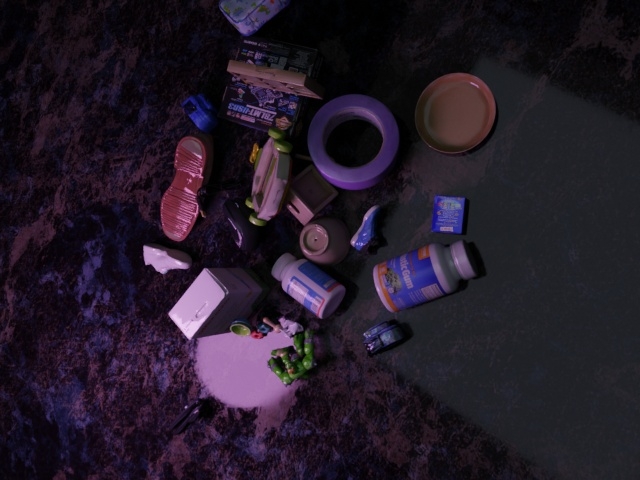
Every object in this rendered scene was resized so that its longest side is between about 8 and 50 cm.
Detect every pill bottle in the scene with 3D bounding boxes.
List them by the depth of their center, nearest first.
[{"bbox_3d":[0.302,0.094,1.795,0.271,0.152,0.153,-23,79,21],"label":"pill bottle"},{"bbox_3d":[-0.042,0.134,1.957,0.221,0.124,0.124,36,101,21],"label":"pill bottle"}]

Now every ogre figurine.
[{"bbox_3d":[-0.080,0.378,1.983,0.197,0.097,0.118,-29,58,4],"label":"ogre figurine"}]

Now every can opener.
[{"bbox_3d":[-0.461,0.605,2.152,0.186,0.073,0.059,-41,81,26],"label":"can opener"}]

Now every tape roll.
[{"bbox_3d":[0.101,-0.296,1.893,0.274,0.090,0.275,-1,79,6],"label":"tape roll"}]

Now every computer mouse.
[{"bbox_3d":[-0.296,-0.085,2.046,0.060,0.184,0.262,-34,72,53],"label":"computer mouse"}]

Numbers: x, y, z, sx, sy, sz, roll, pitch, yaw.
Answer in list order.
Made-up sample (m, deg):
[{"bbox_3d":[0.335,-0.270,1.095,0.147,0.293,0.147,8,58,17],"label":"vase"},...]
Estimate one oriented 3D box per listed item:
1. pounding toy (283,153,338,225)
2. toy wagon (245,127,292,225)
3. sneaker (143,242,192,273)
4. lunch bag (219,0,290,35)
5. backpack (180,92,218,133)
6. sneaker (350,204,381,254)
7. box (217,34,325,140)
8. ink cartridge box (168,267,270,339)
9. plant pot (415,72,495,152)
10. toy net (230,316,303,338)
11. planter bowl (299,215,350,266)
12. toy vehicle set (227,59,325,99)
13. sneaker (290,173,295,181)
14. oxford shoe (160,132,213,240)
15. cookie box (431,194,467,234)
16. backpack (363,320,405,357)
[{"bbox_3d":[-0.035,-0.181,1.966,0.181,0.206,0.094,47,147,1],"label":"pounding toy"},{"bbox_3d":[-0.165,-0.216,1.970,0.068,0.344,0.267,13,114,-19],"label":"toy wagon"},{"bbox_3d":[-0.538,0.079,2.209,0.212,0.080,0.094,17,106,30],"label":"sneaker"},{"bbox_3d":[-0.217,-0.796,2.070,0.219,0.090,0.176,-42,59,3],"label":"lunch bag"},{"bbox_3d":[-0.406,-0.436,2.156,0.101,0.098,0.120,-38,73,13],"label":"backpack"},{"bbox_3d":[0.161,-0.027,1.911,0.084,0.058,0.152,39,107,26],"label":"sneaker"},{"bbox_3d":[-0.166,-0.507,2.070,0.295,0.073,0.294,19,96,22],"label":"box"},{"bbox_3d":[-0.314,0.194,1.987,0.117,0.278,0.201,44,104,18],"label":"ink cartridge box"},{"bbox_3d":[0.396,-0.372,1.843,0.236,0.032,0.237,-2,86,23],"label":"plant pot"},{"bbox_3d":[-0.171,0.297,2.021,0.232,0.122,0.045,4,46,7],"label":"toy net"},{"bbox_3d":[0.000,0.000,1.954,0.161,0.109,0.162,-1,87,24],"label":"planter bowl"},{"bbox_3d":[-0.134,-0.494,1.930,0.266,0.166,0.035,16,94,22],"label":"toy vehicle set"},{"bbox_3d":[-0.084,-0.148,2.028,0.061,0.053,0.152,-30,77,22],"label":"sneaker"},{"bbox_3d":[-0.438,-0.180,2.151,0.140,0.146,0.397,27,116,6],"label":"oxford shoe"},{"bbox_3d":[0.376,-0.075,1.832,0.091,0.040,0.107,7,90,23],"label":"cookie box"},{"bbox_3d":[0.188,0.286,1.861,0.114,0.105,0.084,-28,78,14],"label":"backpack"}]
